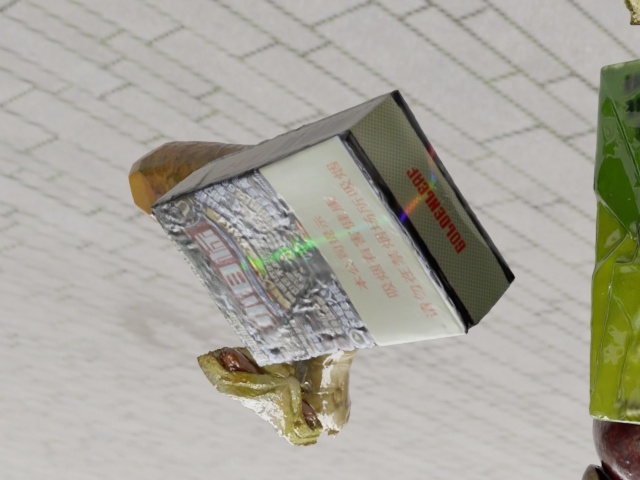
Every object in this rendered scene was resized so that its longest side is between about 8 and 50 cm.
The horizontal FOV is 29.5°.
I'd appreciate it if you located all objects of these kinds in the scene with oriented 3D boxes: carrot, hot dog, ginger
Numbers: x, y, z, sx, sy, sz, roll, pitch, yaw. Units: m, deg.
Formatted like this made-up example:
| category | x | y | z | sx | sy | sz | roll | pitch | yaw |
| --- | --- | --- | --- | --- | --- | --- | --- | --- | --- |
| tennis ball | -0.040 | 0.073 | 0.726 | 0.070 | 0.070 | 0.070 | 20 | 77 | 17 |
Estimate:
| category | x | y | z | sx | sy | sz | roll | pitch | yaw |
| --- | --- | --- | --- | --- | --- | --- | --- | --- | --- |
| carrot | -0.108 | -0.073 | 1.551 | 0.301 | 0.114 | 0.114 | 2 | 157 | 32 |
| hot dog | -0.051 | 0.160 | 1.305 | 0.169 | 0.078 | 0.061 | 37 | 111 | -21 |
| ginger | 0.006 | 0.137 | 1.375 | 0.095 | 0.069 | 0.190 | 17 | 117 | 23 |

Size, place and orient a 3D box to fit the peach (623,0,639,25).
| category | x | y | z | sx | sy | sz | roll | pitch | yaw |
| --- | --- | --- | --- | --- | --- | --- | --- | --- | --- |
| peach | 0.261 | -0.242 | 0.890 | 0.092 | 0.127 | 0.172 | 6 | 117 | 37 |

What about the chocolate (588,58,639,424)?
| category | x | y | z | sx | sy | sz | roll | pitch | yaw |
| --- | --- | --- | --- | --- | --- | --- | --- | --- | --- |
| chocolate | 0.348 | -0.001 | 0.895 | 0.137 | 0.289 | 0.301 | 6 | 175 | -33 |

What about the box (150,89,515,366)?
| category | x | y | z | sx | sy | sz | roll | pitch | yaw |
| --- | --- | --- | --- | --- | --- | --- | --- | --- | --- |
| box | 0.000 | 0.000 | 1.088 | 0.310 | 0.084 | 0.198 | -16 | 112 | 52 |

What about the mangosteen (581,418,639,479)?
| category | x | y | z | sx | sy | sz | roll | pitch | yaw |
| --- | --- | --- | --- | --- | --- | --- | --- | --- | --- |
| mangosteen | 0.395 | 0.252 | 1.375 | 0.215 | 0.258 | 0.215 | 31 | 177 | 2 |
